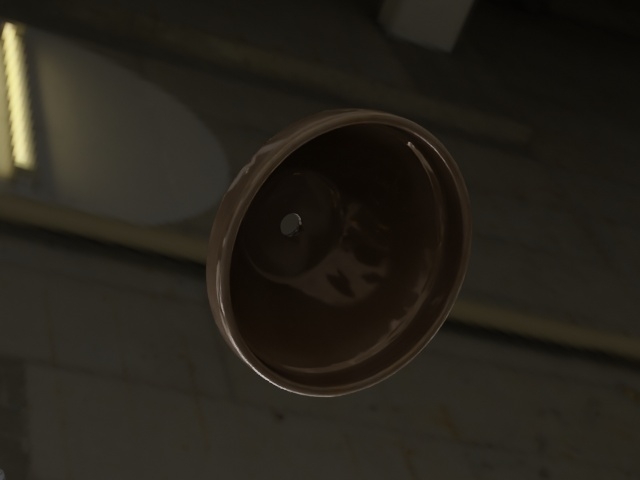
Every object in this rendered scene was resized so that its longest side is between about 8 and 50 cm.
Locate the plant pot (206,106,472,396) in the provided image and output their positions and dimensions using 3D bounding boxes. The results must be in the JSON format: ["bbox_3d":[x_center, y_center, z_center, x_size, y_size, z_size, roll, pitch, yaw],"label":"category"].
[{"bbox_3d":[0.000,0.000,1.226,0.237,0.237,0.109,6,-168,-33],"label":"plant pot"}]

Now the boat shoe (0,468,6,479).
[{"bbox_3d":[-0.377,0.229,1.217,0.258,0.084,0.095,-1,-175,21],"label":"boat shoe"}]
